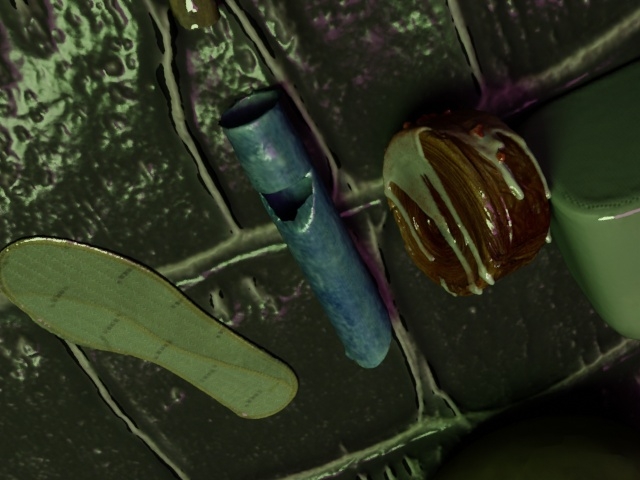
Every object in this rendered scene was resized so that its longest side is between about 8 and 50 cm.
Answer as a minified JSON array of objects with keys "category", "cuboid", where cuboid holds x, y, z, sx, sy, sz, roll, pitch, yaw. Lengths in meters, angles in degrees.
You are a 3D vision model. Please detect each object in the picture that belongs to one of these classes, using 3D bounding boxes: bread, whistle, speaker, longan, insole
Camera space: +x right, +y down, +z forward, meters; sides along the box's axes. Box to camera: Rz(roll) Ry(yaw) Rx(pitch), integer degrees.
[{"category":"bread","cuboid":[0.122,-0.036,0.675,0.073,0.160,0.160,-24,127,-21]},{"category":"whistle","cuboid":[0.000,0.000,0.736,0.062,0.062,0.304,-24,123,6]},{"category":"speaker","cuboid":[0.397,-0.079,0.684,0.406,0.183,0.184,-25,129,7]},{"category":"longan","cuboid":[0.266,0.369,0.863,0.361,0.361,0.361,-4,123,-7]},{"category":"insole","cuboid":[-0.165,0.096,0.801,0.348,0.009,0.119,35,111,-27]}]

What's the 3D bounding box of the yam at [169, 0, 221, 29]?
[{"category":"yam","cuboid":[-0.125,-0.303,0.527,0.045,0.045,0.327,8,130,26]}]
